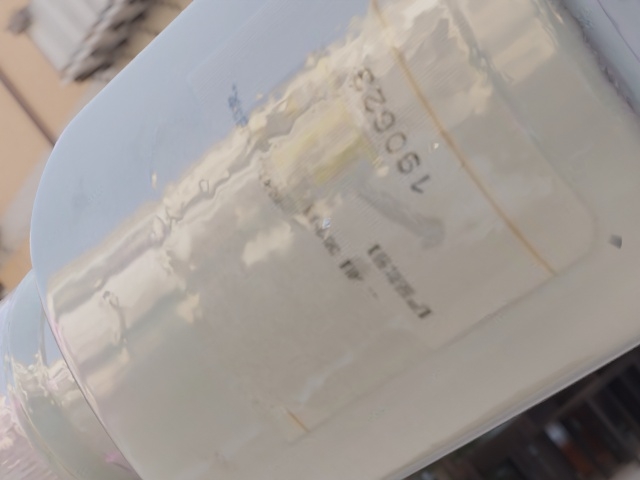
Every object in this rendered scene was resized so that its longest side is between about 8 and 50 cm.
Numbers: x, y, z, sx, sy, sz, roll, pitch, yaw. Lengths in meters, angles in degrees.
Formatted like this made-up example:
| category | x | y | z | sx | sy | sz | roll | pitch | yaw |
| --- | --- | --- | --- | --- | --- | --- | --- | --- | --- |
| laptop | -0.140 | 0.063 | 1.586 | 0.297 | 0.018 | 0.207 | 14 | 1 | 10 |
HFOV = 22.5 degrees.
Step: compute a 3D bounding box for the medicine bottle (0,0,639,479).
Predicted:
| category | x | y | z | sx | sy | sz | roll | pitch | yaw |
| --- | --- | --- | --- | --- | --- | --- | --- | --- | --- |
| medicine bottle | 0.000 | 0.000 | 0.515 | 0.296 | 0.161 | 0.111 | -38 | -12 | 38 |
